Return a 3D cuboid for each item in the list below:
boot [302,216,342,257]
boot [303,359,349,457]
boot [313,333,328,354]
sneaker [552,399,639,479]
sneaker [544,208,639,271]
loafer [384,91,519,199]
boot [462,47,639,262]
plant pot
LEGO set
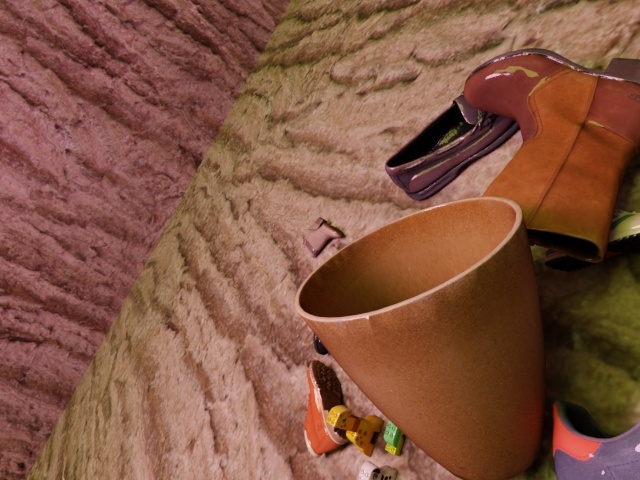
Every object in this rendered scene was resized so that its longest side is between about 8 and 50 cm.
[{"bbox_3d":[0.000,0.000,0.984,0.087,0.042,0.118,-62,30,9],"label":"boot"},{"bbox_3d":[-0.004,0.284,0.738,0.084,0.059,0.158,-50,33,25],"label":"boot"},{"bbox_3d":[0.042,0.153,0.792,0.099,0.045,0.121,-9,57,48],"label":"boot"},{"bbox_3d":[0.331,0.141,0.300,0.350,0.131,0.148,-31,46,39],"label":"sneaker"},{"bbox_3d":[0.335,-0.020,0.498,0.161,0.057,0.075,-27,50,46],"label":"sneaker"},{"bbox_3d":[0.240,-0.194,0.739,0.302,0.095,0.109,-44,35,24],"label":"loafer"},{"bbox_3d":[0.262,-0.115,0.562,0.264,0.096,0.280,24,70,32],"label":"boot"},{"bbox_3d":[0.134,0.118,0.466,0.237,0.254,0.237,-25,14,7],"label":"plant pot"},{"bbox_3d":[0.071,0.248,0.621,0.087,0.093,0.227,2,66,56],"label":"LEGO set"}]
